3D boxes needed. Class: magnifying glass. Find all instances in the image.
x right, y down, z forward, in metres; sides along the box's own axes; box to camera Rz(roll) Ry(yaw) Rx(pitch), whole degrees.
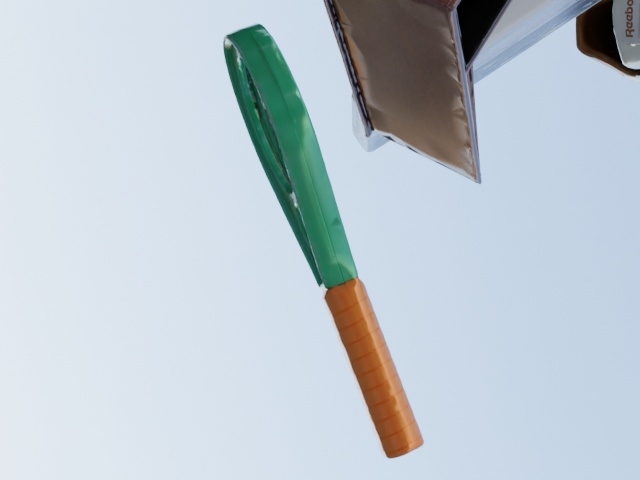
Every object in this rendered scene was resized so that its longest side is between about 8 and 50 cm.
[{"bbox_3d":[0.000,0.000,0.726,0.092,0.026,0.231,151,-84,-81],"label":"magnifying glass"}]

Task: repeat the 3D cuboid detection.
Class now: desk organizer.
[{"bbox_3d":[0.039,-0.071,0.480,0.050,0.047,0.130,28,-14,19],"label":"desk organizer"}]

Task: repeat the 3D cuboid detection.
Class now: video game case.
[{"bbox_3d":[0.099,-0.113,0.763,0.022,0.190,0.173,56,0,2],"label":"video game case"}]

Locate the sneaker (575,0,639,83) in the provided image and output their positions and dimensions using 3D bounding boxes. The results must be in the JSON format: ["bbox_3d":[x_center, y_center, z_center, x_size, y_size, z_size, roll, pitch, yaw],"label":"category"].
[{"bbox_3d":[0.262,-0.131,0.904,0.290,0.123,0.106,-174,-94,-68],"label":"sneaker"}]
